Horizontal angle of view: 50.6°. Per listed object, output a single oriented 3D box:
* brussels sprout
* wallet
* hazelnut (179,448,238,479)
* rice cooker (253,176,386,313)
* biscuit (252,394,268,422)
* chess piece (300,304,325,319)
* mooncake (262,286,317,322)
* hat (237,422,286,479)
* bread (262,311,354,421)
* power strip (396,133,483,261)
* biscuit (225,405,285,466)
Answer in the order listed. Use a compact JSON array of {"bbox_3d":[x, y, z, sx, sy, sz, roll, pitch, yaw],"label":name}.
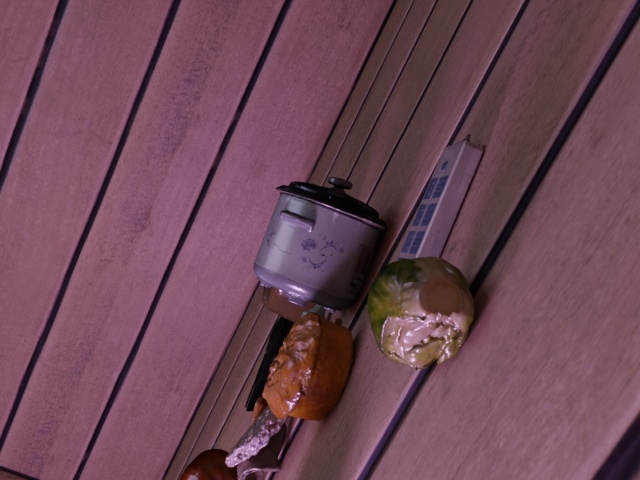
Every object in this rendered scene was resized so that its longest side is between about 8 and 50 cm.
[{"bbox_3d":[0.137,0.090,0.950,0.183,0.131,0.145,118,165,-47],"label":"brussels sprout"},{"bbox_3d":[-0.146,0.361,2.050,0.172,0.045,0.318,-51,17,47],"label":"wallet"},{"bbox_3d":[-0.276,0.653,1.750,0.181,0.181,0.212,58,-128,-67],"label":"hazelnut"},{"bbox_3d":[0.000,0.000,1.530,0.317,0.264,0.316,-32,-49,-44],"label":"rice cooker"},{"bbox_3d":[-0.123,0.408,1.740,0.250,0.036,0.165,-56,-19,-63],"label":"biscuit"},{"bbox_3d":[0.002,0.167,1.698,0.103,0.067,0.067,-60,8,-16],"label":"chess piece"},{"bbox_3d":[-0.063,0.090,1.935,0.284,0.156,0.284,-160,90,-82],"label":"mooncake"},{"bbox_3d":[-0.146,0.501,1.606,0.175,0.085,0.147,-78,15,-46],"label":"hat"},{"bbox_3d":[-0.018,0.270,1.366,0.229,0.143,0.139,-67,20,14],"label":"bread"},{"bbox_3d":[0.191,-0.019,1.183,0.367,0.043,0.106,-67,10,-4],"label":"power strip"},{"bbox_3d":[-0.122,0.413,1.520,0.265,0.040,0.188,-48,3,10],"label":"biscuit"}]
